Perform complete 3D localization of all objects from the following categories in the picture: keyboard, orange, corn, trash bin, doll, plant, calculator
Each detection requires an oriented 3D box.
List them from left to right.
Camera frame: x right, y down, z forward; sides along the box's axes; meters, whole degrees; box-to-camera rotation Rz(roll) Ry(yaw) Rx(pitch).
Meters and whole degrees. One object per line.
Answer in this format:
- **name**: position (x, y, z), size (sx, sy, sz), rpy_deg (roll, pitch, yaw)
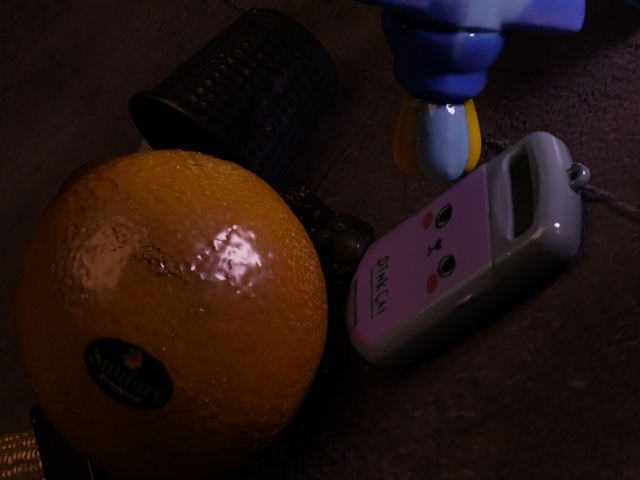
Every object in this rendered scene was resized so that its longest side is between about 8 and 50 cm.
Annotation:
- **corn**: position (-0.261, 0.220, 1.787), size (0.244, 0.093, 0.093), rpy_deg (-15, 45, 42)
- **keyboard**: position (-0.205, 0.235, 1.656), size (0.072, 0.023, 0.231), rpy_deg (-37, 59, 36)
- **orange**: position (-0.122, 0.062, 1.568), size (0.274, 0.274, 0.274), rpy_deg (-37, 31, 27)
- **trash bin**: position (-0.073, -0.135, 1.856), size (0.161, 0.175, 0.175), rpy_deg (-51, 25, -20)
- **plant**: position (0.000, 0.000, 1.668), size (0.174, 0.085, 0.087), rpy_deg (23, 102, 57)
- **doll**: position (0.118, -0.252, 1.566), size (0.187, 0.376, 0.366), rpy_deg (-10, 48, 13)
- **calculator**: position (0.116, 0.009, 1.504), size (0.246, 0.045, 0.141), rpy_deg (-35, 33, 30)

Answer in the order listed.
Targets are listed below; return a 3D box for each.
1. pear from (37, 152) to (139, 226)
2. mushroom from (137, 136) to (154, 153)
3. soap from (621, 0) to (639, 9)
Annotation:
- **pear**: position (-0.170, 0.011, 1.782), size (0.200, 0.200, 0.200), rpy_deg (-37, 31, 27)
- **mushroom**: position (-0.156, -0.063, 1.971), size (0.100, 0.081, 0.312), rpy_deg (-23, 41, 54)
- **soap**: position (0.317, -0.308, 1.525), size (0.293, 0.077, 0.156), rpy_deg (-42, 29, 21)
